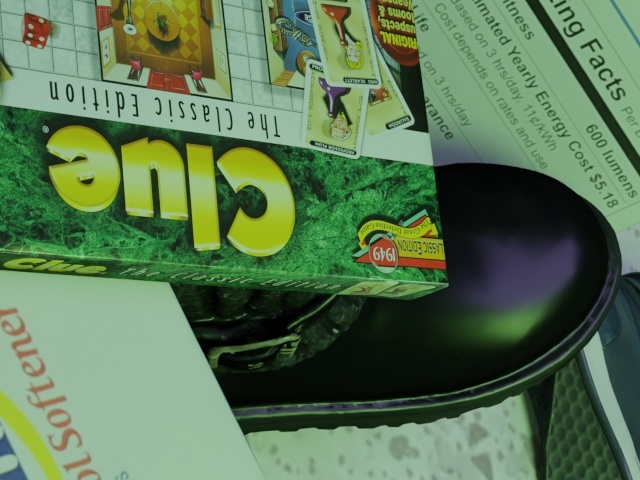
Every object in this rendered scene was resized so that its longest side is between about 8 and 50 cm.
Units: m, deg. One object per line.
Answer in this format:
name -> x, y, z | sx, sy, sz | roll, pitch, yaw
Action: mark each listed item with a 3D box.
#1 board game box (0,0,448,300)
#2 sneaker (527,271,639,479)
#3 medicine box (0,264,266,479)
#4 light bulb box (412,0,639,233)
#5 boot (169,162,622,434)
board game box -> -0.062, -0.053, 0.576 | 0.259, 0.030, 0.136 | 5, 75, -41
sneaker -> 0.223, 0.129, 1.143 | 0.163, 0.086, 0.226 | -1, 76, -40
medicine box -> -0.203, 0.040, 0.639 | 0.149, 0.289, 0.263 | -31, 98, -44
light bulb box -> 0.149, -0.212, 0.967 | 0.358, 0.361, 0.225 | 55, 30, -15
boot -> 0.014, -0.003, 0.792 | 0.348, 0.260, 0.131 | -13, 66, -16
